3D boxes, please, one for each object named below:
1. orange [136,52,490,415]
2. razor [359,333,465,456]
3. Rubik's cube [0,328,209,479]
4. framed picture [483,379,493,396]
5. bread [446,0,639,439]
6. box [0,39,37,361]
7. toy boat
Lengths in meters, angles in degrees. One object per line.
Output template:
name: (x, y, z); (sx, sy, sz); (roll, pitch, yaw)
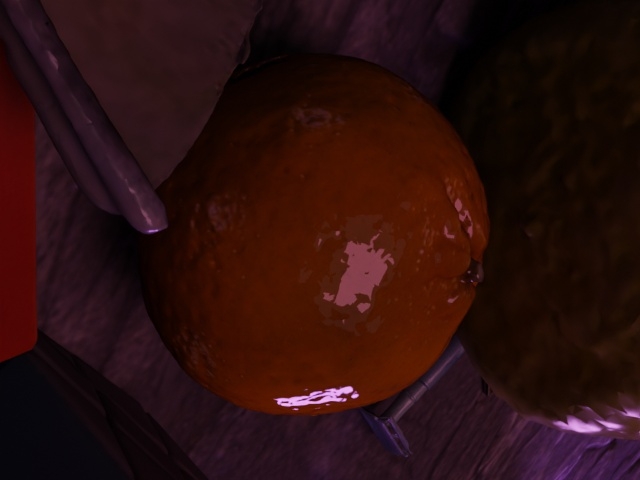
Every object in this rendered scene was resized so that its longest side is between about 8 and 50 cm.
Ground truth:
orange: (-0.003, 0.000, 0.823); (0.219, 0.193, 0.219); (-13, 111, -37)
razor: (0.090, 0.105, 1.119); (0.135, 0.040, 0.068); (-46, 142, -14)
Rubik's cube: (-0.172, 0.193, 0.773); (0.224, 0.231, 0.221); (-45, 141, -4)
framed picture: (0.228, 0.022, 1.206); (0.231, 0.010, 0.173); (-28, 137, -26)
bread: (0.269, -0.025, 0.963); (0.308, 0.348, 0.348); (1, 119, -38)
box: (-0.201, -0.034, 0.634); (0.099, 0.133, 0.182); (-20, 134, -35)
toy boat: (-0.109, -0.199, 0.551); (0.293, 0.111, 0.276); (51, 55, -35)
